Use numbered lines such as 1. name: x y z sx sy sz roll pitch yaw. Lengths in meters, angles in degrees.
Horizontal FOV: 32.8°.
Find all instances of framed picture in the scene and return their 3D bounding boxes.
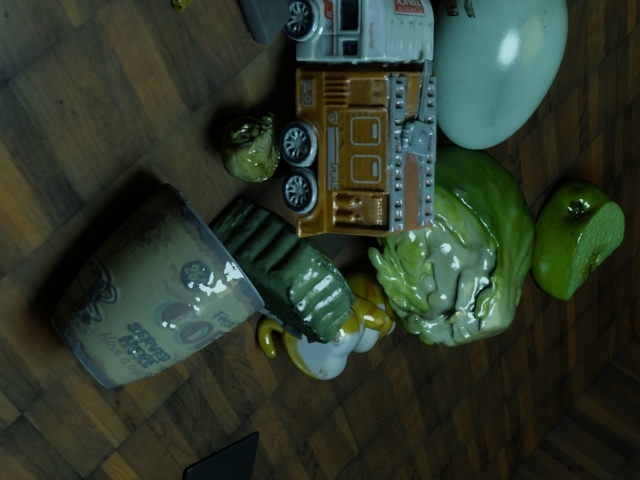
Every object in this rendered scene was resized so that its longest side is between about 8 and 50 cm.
1. framed picture: 0.000 0.000 1.973 0.168 0.023 0.128 -51 149 -7

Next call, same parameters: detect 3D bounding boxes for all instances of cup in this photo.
1. cup: -0.249 0.083 1.590 0.257 0.227 0.301 -36 175 -6

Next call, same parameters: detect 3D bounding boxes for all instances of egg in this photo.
1. egg: 0.298 -0.322 1.880 0.230 0.230 0.371 -28 144 -37

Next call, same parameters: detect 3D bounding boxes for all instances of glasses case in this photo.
1. glasses case: -0.090 -0.360 1.503 0.072 0.042 0.191 -51 149 -21

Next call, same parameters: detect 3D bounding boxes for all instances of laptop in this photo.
1. laptop: -0.201 0.459 2.140 0.197 0.016 0.135 -20 133 -45

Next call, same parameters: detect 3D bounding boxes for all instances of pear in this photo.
1. pear: 0.605 -0.028 2.631 0.292 0.159 0.292 -36 142 -34

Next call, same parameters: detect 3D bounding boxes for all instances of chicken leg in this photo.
1. chicken leg: -0.093 -0.138 1.664 0.088 0.103 0.227 -16 176 16

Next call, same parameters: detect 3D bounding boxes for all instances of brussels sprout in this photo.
1. brussels sprout: 0.251 0.005 2.023 0.314 0.275 0.371 -12 86 -60

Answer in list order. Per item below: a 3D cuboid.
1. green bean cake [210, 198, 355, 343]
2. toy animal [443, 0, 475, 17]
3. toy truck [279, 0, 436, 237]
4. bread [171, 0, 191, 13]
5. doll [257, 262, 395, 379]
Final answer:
1. green bean cake: -0.057 0.057 1.755 0.125 0.227 0.223 -46 147 -12
2. toy animal: 0.202 -0.453 1.567 0.087 0.243 0.260 -2 103 -30
3. toy truck: 0.069 -0.198 1.620 0.173 0.206 0.388 -11 103 -49
4. bread: -0.182 -0.357 1.407 0.084 0.080 0.109 -49 -177 -10
5. doll: 0.037 0.151 2.026 0.269 0.162 0.167 -16 144 -49
